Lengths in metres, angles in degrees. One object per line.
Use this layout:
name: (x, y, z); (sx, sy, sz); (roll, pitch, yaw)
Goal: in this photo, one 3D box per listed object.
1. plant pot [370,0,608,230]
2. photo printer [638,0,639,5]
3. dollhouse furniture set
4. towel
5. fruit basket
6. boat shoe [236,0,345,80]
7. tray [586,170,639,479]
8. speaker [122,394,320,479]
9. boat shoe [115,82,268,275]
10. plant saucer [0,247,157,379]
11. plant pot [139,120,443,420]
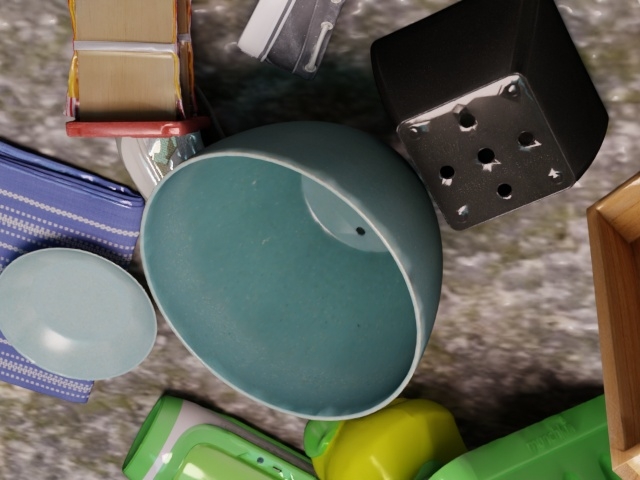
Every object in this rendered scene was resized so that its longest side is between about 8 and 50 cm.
plant pot: (0.160, -0.118, 1.110); (0.188, 0.167, 0.187); (-22, 115, 22)
photo printer: (0.405, -0.307, 0.986); (0.308, 0.107, 0.256); (-19, 116, 20)
dollhouse furniture set: (-0.298, -0.202, 1.087); (0.374, 0.152, 0.201); (1, 98, 2)
towel: (-0.358, 0.039, 1.377); (0.243, 0.040, 0.336); (19, 124, -5)
fruit basket: (0.152, 0.274, 1.295); (0.392, 0.392, 0.283); (30, 121, -9)
boat shoe: (0.025, -0.276, 1.072); (0.102, 0.108, 0.301); (27, 124, -7)
tray: (0.350, 0.039, 1.027); (0.076, 0.411, 0.203); (43, 118, -15)
speaker: (-0.092, 0.309, 1.438); (0.297, 0.131, 0.131); (30, 121, -9)
boat shoe: (-0.092, -0.020, 1.245); (0.103, 0.118, 0.320); (-25, 107, 27)
plant saucer: (-0.283, 0.079, 1.349); (0.195, 0.037, 0.195); (4, 124, 5)
plant pot: (0.000, 0.000, 1.115); (0.290, 0.195, 0.290); (16, 128, 22)
